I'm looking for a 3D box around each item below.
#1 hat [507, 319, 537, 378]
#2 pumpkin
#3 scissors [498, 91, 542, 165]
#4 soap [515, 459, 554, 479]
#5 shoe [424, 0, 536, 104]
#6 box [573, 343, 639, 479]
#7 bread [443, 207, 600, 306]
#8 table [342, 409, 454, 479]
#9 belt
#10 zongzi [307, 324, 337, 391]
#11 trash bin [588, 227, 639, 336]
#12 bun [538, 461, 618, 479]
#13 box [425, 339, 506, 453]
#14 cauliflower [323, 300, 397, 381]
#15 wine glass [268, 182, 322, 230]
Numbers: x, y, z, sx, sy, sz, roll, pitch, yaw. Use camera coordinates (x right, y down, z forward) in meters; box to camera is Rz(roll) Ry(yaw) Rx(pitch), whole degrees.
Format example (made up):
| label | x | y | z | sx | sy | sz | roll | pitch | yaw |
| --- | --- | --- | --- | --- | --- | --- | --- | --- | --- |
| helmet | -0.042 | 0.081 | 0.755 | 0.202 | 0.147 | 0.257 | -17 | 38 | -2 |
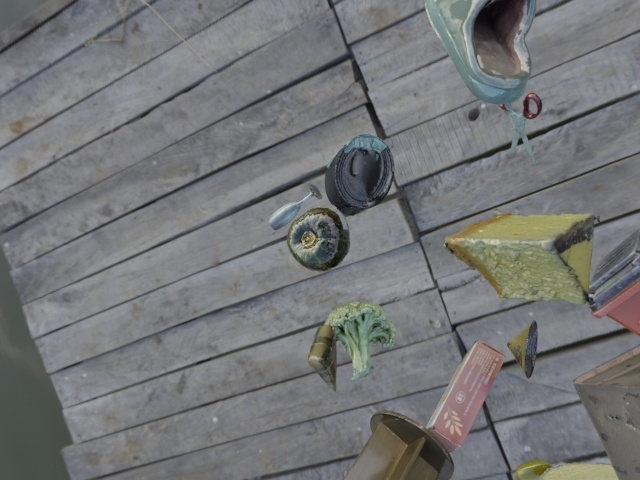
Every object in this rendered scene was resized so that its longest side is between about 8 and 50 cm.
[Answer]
| label | x | y | z | sx | sy | sz | roll | pitch | yaw |
| --- | --- | --- | --- | --- | --- | --- | --- | --- | --- |
| hat | 0.670 | 0.358 | 1.418 | 0.082 | 0.193 | 0.193 | 3 | 94 | 36 |
| pumpkin | 0.002 | 0.000 | 1.654 | 0.260 | 0.189 | 0.260 | -7 | 78 | 34 |
| scissors | 0.508 | -0.290 | 1.078 | 0.017 | 0.248 | 0.144 | -41 | 46 | -2 |
| soap | 0.529 | 0.570 | 1.014 | 0.089 | 0.045 | 0.140 | -39 | 122 | 20 |
| shoe | 0.211 | -0.291 | 0.539 | 0.103 | 0.100 | 0.251 | 0 | 63 | -17 |
| box | 0.470 | 0.253 | 0.440 | 0.225 | 0.190 | 0.297 | -14 | 76 | -20 |
| bread | 0.246 | 0.020 | 0.528 | 0.147 | 0.152 | 0.127 | 3 | 93 | 52 |
| table | 0.100 | 0.432 | 0.705 | 0.167 | 0.226 | 0.167 | 25 | 137 | 26 |
| belt | 0.092 | -0.159 | 0.997 | 0.151 | 0.078 | 0.198 | 31 | 70 | -14 |
| zongzi | 0.016 | 0.185 | 0.676 | 0.040 | 0.076 | 0.083 | -15 | 123 | 31 |
| trash bin | 0.590 | 0.094 | 0.687 | 0.238 | 0.184 | 0.161 | 39 | 137 | 16 |
| bun | 0.584 | 0.562 | 0.845 | 0.287 | 0.287 | 0.146 | -7 | 85 | 16 |
| box | 0.555 | 0.630 | 1.673 | 0.122 | 0.344 | 0.385 | 29 | 65 | 21 |
| cauliflower | 0.163 | 0.367 | 1.626 | 0.260 | 0.327 | 0.281 | -19 | 68 | -20 |
| wine glass | -0.087 | -0.106 | 1.384 | 0.198 | 0.066 | 0.066 | -35 | 84 | 26 |
